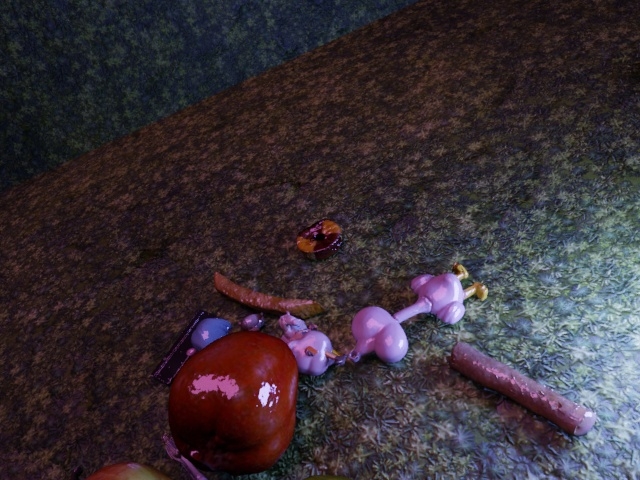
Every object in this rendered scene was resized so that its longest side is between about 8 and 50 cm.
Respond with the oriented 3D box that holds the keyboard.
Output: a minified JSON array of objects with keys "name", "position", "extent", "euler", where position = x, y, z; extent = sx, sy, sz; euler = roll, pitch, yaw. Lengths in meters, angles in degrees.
[{"name":"keyboard","position":[-0.372,0.293,1.453],"extent":[0.072,0.023,0.231],"euler":[14,53,27]}]

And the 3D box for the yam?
[{"name":"yam","position":[0.395,0.295,1.057],"extent":[0.299,0.066,0.066],"euler":[24,59,42]}]

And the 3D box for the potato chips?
[{"name":"potato chips","position":[-0.170,0.161,1.471],"extent":[0.407,0.057,0.080],"euler":[12,55,34]}]

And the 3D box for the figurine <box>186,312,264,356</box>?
[{"name":"figurine","position":[-0.206,0.250,1.359],"extent":[0.260,0.103,0.205],"euler":[8,50,19]}]

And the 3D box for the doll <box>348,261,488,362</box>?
[{"name":"doll","position":[0.217,0.175,1.247],"extent":[0.365,0.094,0.160],"euler":[-33,49,-9]}]

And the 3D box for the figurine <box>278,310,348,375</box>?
[{"name":"figurine","position":[-0.036,0.254,1.268],"extent":[0.112,0.137,0.229],"euler":[-59,39,8]}]

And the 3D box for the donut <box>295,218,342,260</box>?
[{"name":"donut","position":[0.000,0.000,1.564],"extent":[0.140,0.059,0.140],"euler":[-13,41,11]}]

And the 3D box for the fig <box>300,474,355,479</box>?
[{"name":"fig","position":[-0.011,0.507,0.926],"extent":[0.233,0.167,0.167],"euler":[-3,37,-17]}]

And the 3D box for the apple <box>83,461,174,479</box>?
[{"name":"apple","position":[-0.369,0.575,0.962],"extent":[0.250,0.277,0.309],"euler":[-38,15,2]}]

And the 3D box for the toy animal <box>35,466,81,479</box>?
[{"name":"toy animal","position":[-0.615,0.617,1.186],"extent":[0.232,0.084,0.148],"euler":[-34,53,-14]}]

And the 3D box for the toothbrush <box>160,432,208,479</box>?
[{"name":"toothbrush","position":[-0.226,0.540,1.105],"extent":[0.035,0.042,0.413],"euler":[-43,46,-22]}]

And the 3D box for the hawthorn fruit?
[{"name":"hawthorn fruit","position":[-0.173,0.334,1.111],"extent":[0.295,0.295,0.311],"euler":[13,63,35]}]
